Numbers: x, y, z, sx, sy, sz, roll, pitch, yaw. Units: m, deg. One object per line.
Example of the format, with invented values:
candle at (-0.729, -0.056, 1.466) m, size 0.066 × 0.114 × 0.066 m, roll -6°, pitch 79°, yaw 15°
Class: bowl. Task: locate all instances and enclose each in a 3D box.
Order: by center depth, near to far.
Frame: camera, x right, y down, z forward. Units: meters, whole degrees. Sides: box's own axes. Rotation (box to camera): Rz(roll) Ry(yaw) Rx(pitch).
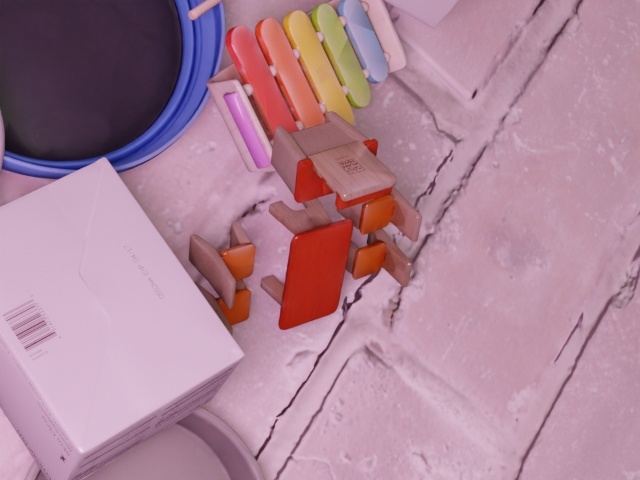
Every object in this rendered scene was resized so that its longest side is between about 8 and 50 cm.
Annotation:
bowl at (-0.302, -0.255, 1.427) m, size 0.391 × 0.077 × 0.391 m, roll 6°, pitch 76°, yaw -25°

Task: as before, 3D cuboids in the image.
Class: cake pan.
cake pan at (-0.194, 0.316, 1.363) m, size 0.293 × 0.054 × 0.293 m, roll 6°, pitch 75°, yaw -25°

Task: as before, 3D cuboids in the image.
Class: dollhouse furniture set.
dollhouse furniture set at (0.000, 0.000, 1.410) m, size 0.262 × 0.259 × 0.135 m, roll -19°, pitch 48°, yaw -27°

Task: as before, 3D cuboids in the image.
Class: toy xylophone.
toy xylophone at (-0.033, -0.219, 1.498) m, size 0.236 × 0.081 × 0.323 m, roll 58°, pitch 47°, yaw -23°

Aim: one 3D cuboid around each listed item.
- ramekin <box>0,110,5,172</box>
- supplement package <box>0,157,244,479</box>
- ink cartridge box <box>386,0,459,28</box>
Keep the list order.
ramekin at (-0.458, -0.103, 1.229) m, size 0.277 × 0.135 × 0.277 m, roll 0°, pitch 91°, yaw -10°
supplement package at (-0.248, 0.087, 1.299) m, size 0.204 × 0.145 × 0.262 m, roll -30°, pitch 76°, yaw -31°
ink cartridge box at (0.043, -0.480, 1.557) m, size 0.384 × 0.160 × 0.279 m, roll 27°, pitch 45°, yaw -18°
